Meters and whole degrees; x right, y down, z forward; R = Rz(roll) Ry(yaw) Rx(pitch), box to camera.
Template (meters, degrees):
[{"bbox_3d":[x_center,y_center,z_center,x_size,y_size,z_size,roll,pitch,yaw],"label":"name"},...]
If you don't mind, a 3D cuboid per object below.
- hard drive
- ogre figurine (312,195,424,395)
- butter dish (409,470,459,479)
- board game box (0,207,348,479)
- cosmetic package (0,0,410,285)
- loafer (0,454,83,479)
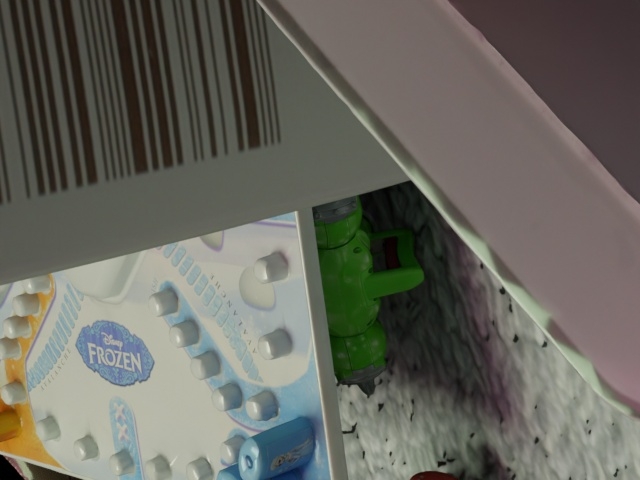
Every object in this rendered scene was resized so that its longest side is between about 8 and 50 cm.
[{"bbox_3d":[0.121,-0.046,0.548,0.203,0.307,0.040,51,123,28],"label":"hard drive"},{"bbox_3d":[0.000,0.000,1.061,0.118,0.097,0.197,-120,35,-56],"label":"ogre figurine"},{"bbox_3d":[0.057,0.189,1.085,0.160,0.160,0.118,30,114,51],"label":"butter dish"},{"bbox_3d":[-0.149,-0.032,1.090,0.390,0.050,0.390,7,109,50],"label":"board game box"},{"bbox_3d":[-0.200,-0.161,0.777,0.393,0.329,0.327,5,107,54],"label":"cosmetic package"},{"bbox_3d":[-0.225,0.265,1.680,0.366,0.130,0.134,60,155,10],"label":"loafer"}]
